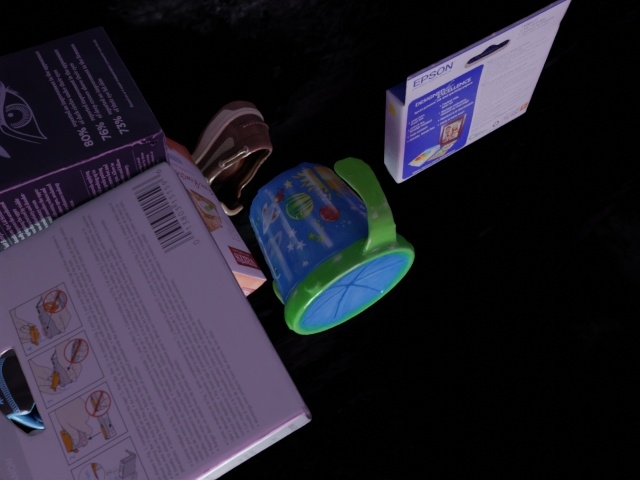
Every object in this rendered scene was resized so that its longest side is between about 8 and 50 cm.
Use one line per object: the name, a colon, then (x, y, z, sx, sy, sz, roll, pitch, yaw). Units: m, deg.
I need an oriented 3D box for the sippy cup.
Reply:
sippy cup: (0.000, 0.000, 1.075, 0.305, 0.224, 0.240, -40, 157, 16)

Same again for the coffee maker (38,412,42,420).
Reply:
coffee maker: (-0.357, 0.156, 0.970, 0.120, 0.178, 0.171, -42, 159, 14)

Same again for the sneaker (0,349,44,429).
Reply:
sneaker: (-0.464, 0.263, 1.095, 0.125, 0.140, 0.341, -36, 159, 1)

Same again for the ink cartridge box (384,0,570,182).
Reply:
ink cartridge box: (0.248, -0.261, 1.093, 0.303, 0.072, 0.307, -28, 155, -10)

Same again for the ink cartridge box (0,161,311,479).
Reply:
ink cartridge box: (-0.177, 0.097, 0.570, 0.239, 0.275, 0.060, -30, 158, -6)

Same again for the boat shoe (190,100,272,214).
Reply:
boat shoe: (-0.153, -0.070, 0.895, 0.095, 0.095, 0.257, -8, 146, -47)

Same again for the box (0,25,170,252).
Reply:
box: (-0.270, -0.092, 0.624, 0.207, 0.153, 0.108, -24, 156, -18)

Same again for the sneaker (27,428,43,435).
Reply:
sneaker: (-0.568, 0.434, 1.393, 0.042, 0.067, 0.118, -45, 155, 25)

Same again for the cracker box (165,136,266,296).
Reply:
cracker box: (-0.176, -0.034, 0.758, 0.067, 0.232, 0.155, -38, 157, 13)
